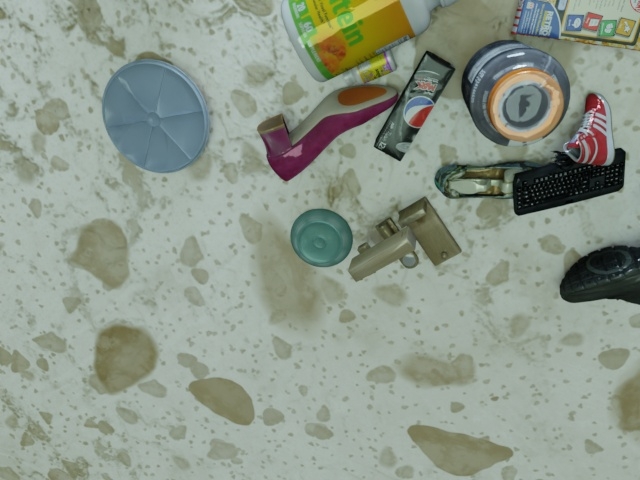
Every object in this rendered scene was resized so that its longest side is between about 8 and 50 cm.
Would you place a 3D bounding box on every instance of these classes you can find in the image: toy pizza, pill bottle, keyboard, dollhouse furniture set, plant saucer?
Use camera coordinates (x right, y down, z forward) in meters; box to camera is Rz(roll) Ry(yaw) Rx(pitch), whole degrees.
[{"bbox_3d":[-0.291,-0.219,1.018,0.201,0.032,0.201,4,114,9],"label":"toy pizza"},{"bbox_3d":[0.078,-0.279,0.920,0.083,0.043,0.043,-19,108,18],"label":"pill bottle"},{"bbox_3d":[0.401,-0.101,0.909,0.192,0.038,0.100,-15,111,-5],"label":"keyboard"},{"bbox_3d":[0.149,0.034,0.980,0.144,0.151,0.123,-31,104,23],"label":"dollhouse furniture set"},{"bbox_3d":[0.000,0.000,1.063,0.119,0.021,0.119,3,113,8],"label":"plant saucer"},{"bbox_3d":[0.271,-0.208,0.804,0.130,0.246,0.130,4,113,9],"label":"pill bottle"},{"bbox_3d":[0.078,-0.347,0.840,0.245,0.136,0.136,-22,107,18],"label":"pill bottle"}]

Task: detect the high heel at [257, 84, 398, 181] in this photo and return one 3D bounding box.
[{"bbox_3d":[0.021,-0.178,0.966,0.244,0.082,0.117,-20,132,6],"label":"high heel"}]

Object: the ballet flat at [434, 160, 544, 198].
[{"bbox_3d":[0.286,-0.094,0.949,0.188,0.070,0.070,-3,112,11],"label":"ballet flat"}]

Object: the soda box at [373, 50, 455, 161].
[{"bbox_3d":[0.150,-0.217,0.924,0.053,0.060,0.169,28,114,-3],"label":"soda box"}]

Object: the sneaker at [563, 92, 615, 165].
[{"bbox_3d":[0.407,-0.172,0.876,0.067,0.042,0.118,-2,77,-9],"label":"sneaker"}]

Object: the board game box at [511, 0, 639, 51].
[{"bbox_3d":[0.394,-0.361,0.827,0.193,0.045,0.147,11,114,5],"label":"board game box"}]

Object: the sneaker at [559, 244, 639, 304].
[{"bbox_3d":[0.541,0.067,0.928,0.286,0.109,0.130,-20,110,34],"label":"sneaker"}]
